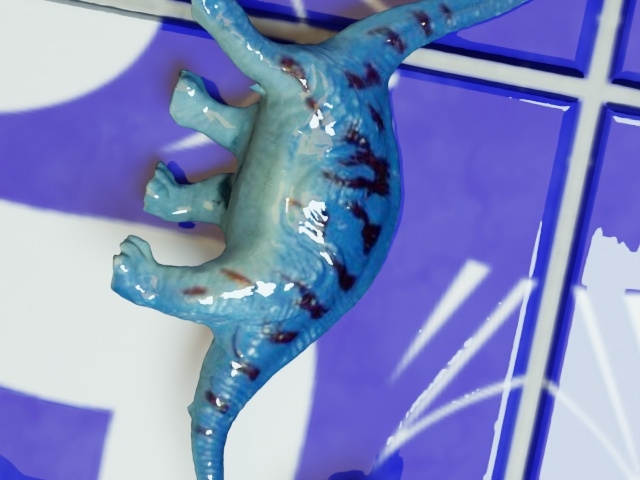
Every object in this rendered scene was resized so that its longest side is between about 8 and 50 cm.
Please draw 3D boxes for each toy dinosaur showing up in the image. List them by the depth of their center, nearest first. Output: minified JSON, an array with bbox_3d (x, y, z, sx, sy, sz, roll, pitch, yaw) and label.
[{"bbox_3d":[-0.021,-0.024,0.680,0.144,0.076,0.329,29,85,-5],"label":"toy dinosaur"}]
